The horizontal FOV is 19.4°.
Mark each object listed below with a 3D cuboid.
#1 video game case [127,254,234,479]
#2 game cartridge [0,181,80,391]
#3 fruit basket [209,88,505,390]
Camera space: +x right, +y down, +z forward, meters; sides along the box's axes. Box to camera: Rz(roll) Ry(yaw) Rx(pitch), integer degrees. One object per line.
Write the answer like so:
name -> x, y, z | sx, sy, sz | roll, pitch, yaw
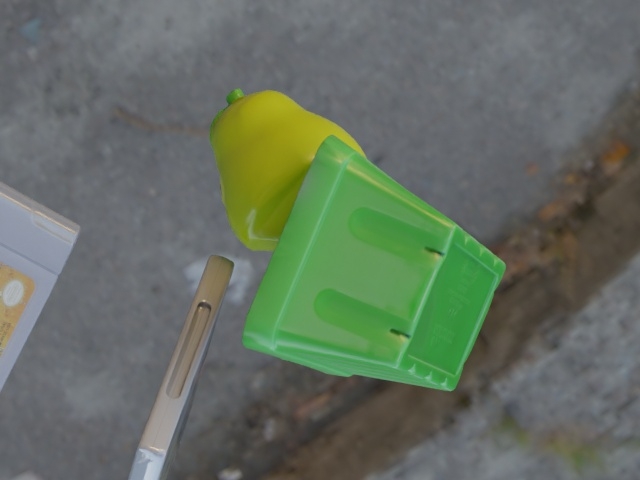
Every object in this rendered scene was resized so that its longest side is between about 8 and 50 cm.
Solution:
video game case -> -0.181, 0.226, 2.162 | 0.036, 0.300, 0.329 | 19, 135, -1
game cartridge -> -0.397, 0.069, 1.928 | 0.198, 0.062, 0.297 | 31, 75, -23
fruit basket -> 0.000, 0.000, 2.127 | 0.392, 0.392, 0.282 | 26, 86, -50
